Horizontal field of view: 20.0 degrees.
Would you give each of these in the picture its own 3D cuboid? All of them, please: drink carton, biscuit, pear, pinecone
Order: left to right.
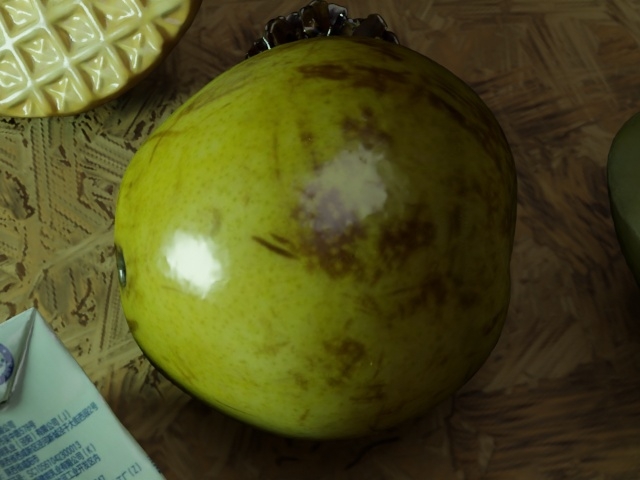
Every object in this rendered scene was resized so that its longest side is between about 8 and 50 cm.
[{"bbox_3d":[-0.247,-0.202,1.374,0.309,0.040,0.204,34,104,14],"label":"biscuit"},{"bbox_3d":[-0.135,0.202,1.138,0.106,0.130,0.315,-29,63,-23],"label":"drink carton"},{"bbox_3d":[0.000,0.000,1.205,0.280,0.281,0.281,2,57,-3],"label":"pear"},{"bbox_3d":[0.004,-0.116,1.363,0.140,0.121,0.140,-1,62,2],"label":"pinecone"}]

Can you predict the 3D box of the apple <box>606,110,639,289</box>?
[{"bbox_3d":[0.388,-0.017,1.238,0.360,0.320,0.312,24,97,17],"label":"apple"}]
